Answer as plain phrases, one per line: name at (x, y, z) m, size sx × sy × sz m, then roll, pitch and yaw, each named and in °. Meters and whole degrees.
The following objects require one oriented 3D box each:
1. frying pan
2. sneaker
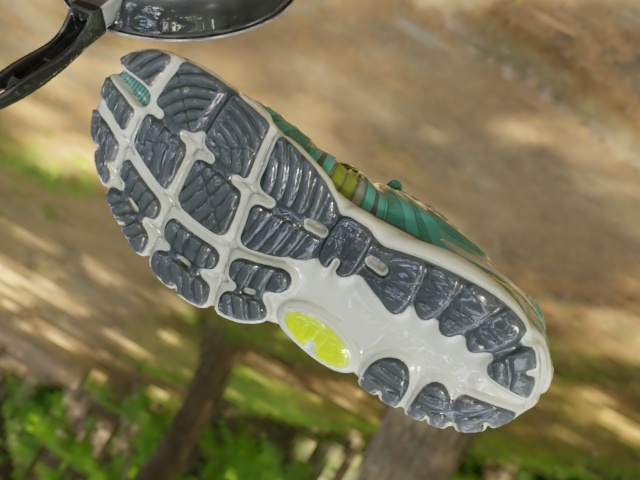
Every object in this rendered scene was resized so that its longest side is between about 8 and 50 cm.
frying pan at (-0.169, -0.201, 1.350) m, size 0.197 × 0.326 × 0.053 m, roll 43°, pitch 142°, yaw 43°
sneaker at (0.000, 0.000, 0.875) m, size 0.275 × 0.107 × 0.110 m, roll 37°, pitch -159°, yaw 4°
